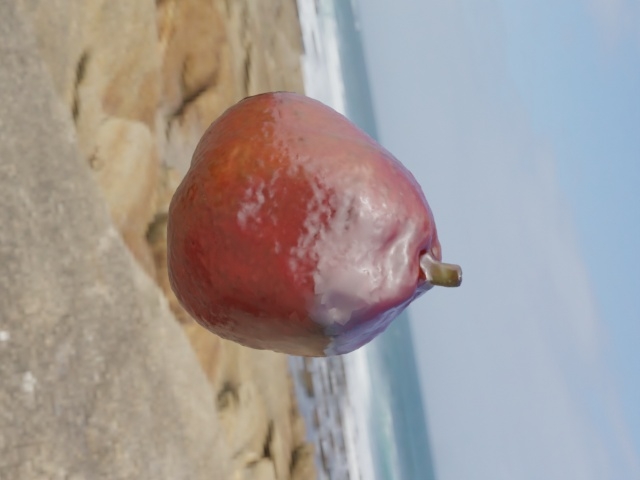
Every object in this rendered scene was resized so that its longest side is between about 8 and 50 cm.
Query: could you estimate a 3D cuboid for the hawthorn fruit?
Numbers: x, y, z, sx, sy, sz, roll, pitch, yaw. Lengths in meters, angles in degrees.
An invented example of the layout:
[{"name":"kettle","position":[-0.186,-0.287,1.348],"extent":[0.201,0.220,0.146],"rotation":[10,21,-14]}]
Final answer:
[{"name":"hawthorn fruit","position":[0.000,0.000,1.237],"extent":[0.265,0.307,0.265],"rotation":[17,90,-76]}]
